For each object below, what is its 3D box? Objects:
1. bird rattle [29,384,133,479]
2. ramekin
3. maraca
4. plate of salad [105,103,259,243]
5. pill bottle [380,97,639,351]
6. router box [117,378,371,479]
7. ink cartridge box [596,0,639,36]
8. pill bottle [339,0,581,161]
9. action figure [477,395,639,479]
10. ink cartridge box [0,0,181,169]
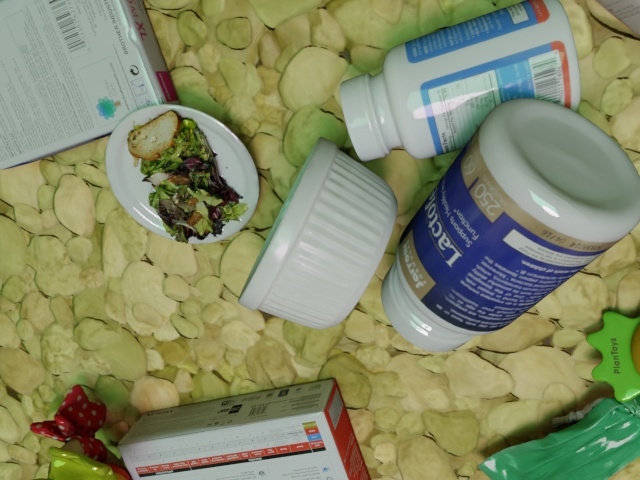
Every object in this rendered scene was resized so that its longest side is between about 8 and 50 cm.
[{"bbox_3d":[-0.344,0.349,0.758,0.143,0.253,0.207,-40,108,-14],"label":"bird rattle"},{"bbox_3d":[0.000,0.000,0.588,0.108,0.207,0.207,27,111,-7],"label":"ramekin"},{"bbox_3d":[0.407,0.129,0.592,0.185,0.099,0.127,-9,74,29],"label":"maraca"},{"bbox_3d":[-0.177,-0.072,0.659,0.199,0.048,0.200,3,125,4],"label":"plate of salad"},{"bbox_3d":[0.169,0.004,0.530,0.153,0.153,0.265,30,140,2],"label":"pill bottle"},{"bbox_3d":[-0.095,0.386,0.789,0.335,0.082,0.302,-14,104,16],"label":"router box"},{"bbox_3d":[0.390,-0.242,0.481,0.217,0.092,0.159,39,110,1],"label":"ink cartridge box"},{"bbox_3d":[0.138,-0.157,0.546,0.221,0.124,0.125,-13,104,16],"label":"pill bottle"},{"bbox_3d":[0.334,0.266,0.668,0.137,0.063,0.232,39,115,0],"label":"action figure"},{"bbox_3d":[-0.352,-0.209,0.668,0.310,0.065,0.186,-15,104,13],"label":"ink cartridge box"}]
